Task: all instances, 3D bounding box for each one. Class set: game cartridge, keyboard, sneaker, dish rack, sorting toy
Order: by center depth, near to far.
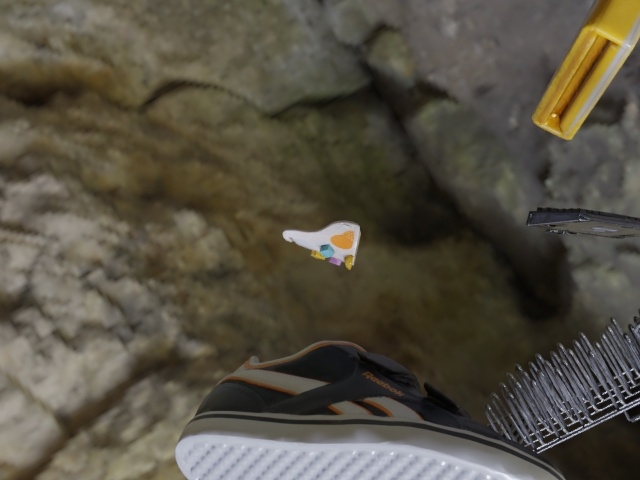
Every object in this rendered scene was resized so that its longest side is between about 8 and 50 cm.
[{"bbox_3d":[0.052,0.153,1.263,0.127,0.321,0.126,-61,-28,-43],"label":"sneaker"},{"bbox_3d":[0.214,0.125,1.366,0.074,0.271,0.208,61,-161,2],"label":"dish rack"},{"bbox_3d":[0.306,-0.275,1.482,0.053,0.323,0.285,26,167,4],"label":"game cartridge"},{"bbox_3d":[0.000,0.000,1.598,0.083,0.075,0.045,57,-135,-86],"label":"sorting toy"},{"bbox_3d":[0.303,-0.020,1.779,0.108,0.180,0.023,-6,80,44],"label":"keyboard"}]
